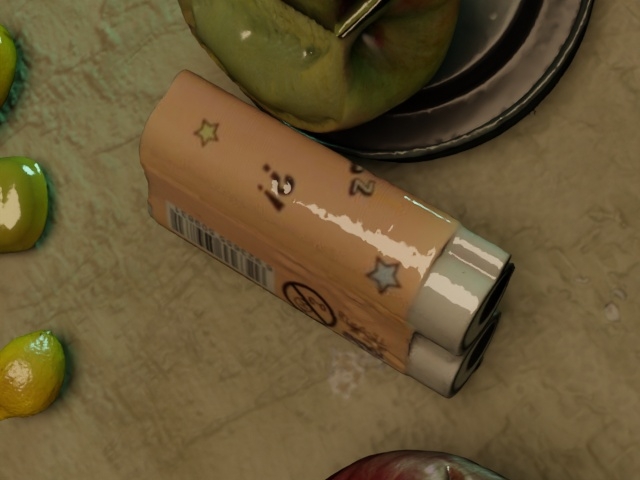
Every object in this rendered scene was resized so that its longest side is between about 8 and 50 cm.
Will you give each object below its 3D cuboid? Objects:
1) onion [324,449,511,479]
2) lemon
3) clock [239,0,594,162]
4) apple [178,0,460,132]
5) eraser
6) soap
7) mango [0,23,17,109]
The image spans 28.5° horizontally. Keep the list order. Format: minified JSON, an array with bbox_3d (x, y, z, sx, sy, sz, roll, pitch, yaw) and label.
[{"bbox_3d":[0.116,0.310,0.883,0.347,0.285,0.347,21,116,52],"label":"onion"},{"bbox_3d":[-0.256,0.119,1.095,0.065,0.065,0.092,33,90,17],"label":"lemon"},{"bbox_3d":[0.066,-0.221,1.030,0.325,0.067,0.325,-2,85,16],"label":"clock"},{"bbox_3d":[0.001,-0.191,0.924,0.188,0.174,0.207,42,125,31],"label":"apple"},{"bbox_3d":[0.000,0.000,0.977,0.290,0.171,0.087,31,63,18],"label":"eraser"},{"bbox_3d":[-0.310,-0.030,1.136,0.140,0.045,0.089,-4,80,16],"label":"soap"},{"bbox_3d":[-0.354,-0.130,1.139,0.178,0.090,0.115,-18,72,6],"label":"mango"}]
